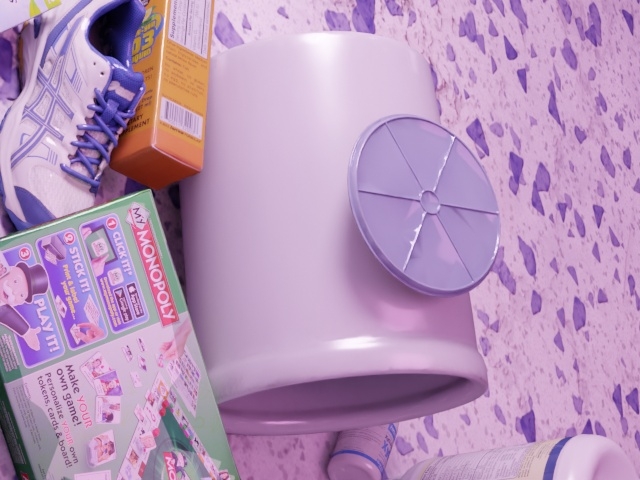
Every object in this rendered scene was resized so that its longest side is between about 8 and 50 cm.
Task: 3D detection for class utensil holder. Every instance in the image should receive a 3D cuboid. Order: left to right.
[{"bbox_3d":[0.000,0.000,1.657,0.327,0.327,0.386,16,63,-54],"label":"utensil holder"}]

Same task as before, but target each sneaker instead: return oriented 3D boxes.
[{"bbox_3d":[-0.247,-0.132,1.508,0.112,0.131,0.297,27,57,-52],"label":"sneaker"}]

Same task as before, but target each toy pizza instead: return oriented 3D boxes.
[{"bbox_3d":[0.104,-0.035,1.522,0.201,0.032,0.201,15,63,-32],"label":"toy pizza"}]

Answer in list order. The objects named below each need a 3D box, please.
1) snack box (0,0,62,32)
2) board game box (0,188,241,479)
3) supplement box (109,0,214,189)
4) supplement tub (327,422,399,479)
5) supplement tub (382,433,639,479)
[{"bbox_3d":[-0.368,-0.274,1.436,0.175,0.070,0.207,66,32,-13],"label":"snack box"},{"bbox_3d":[-0.217,0.131,1.445,0.213,0.046,0.317,-21,98,-35],"label":"board game box"},{"bbox_3d":[-0.169,-0.179,1.589,0.080,0.078,0.233,27,55,-40],"label":"supplement box"},{"bbox_3d":[0.055,0.262,1.865,0.071,0.071,0.107,55,38,-29],"label":"supplement tub"},{"bbox_3d":[0.227,0.378,1.843,0.235,0.324,0.235,28,55,-49],"label":"supplement tub"}]
